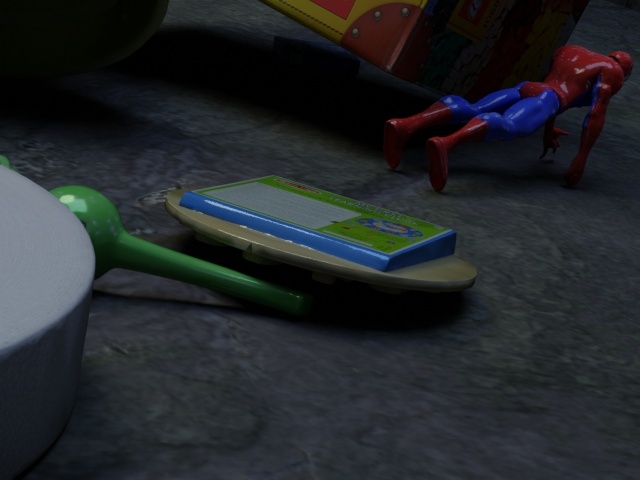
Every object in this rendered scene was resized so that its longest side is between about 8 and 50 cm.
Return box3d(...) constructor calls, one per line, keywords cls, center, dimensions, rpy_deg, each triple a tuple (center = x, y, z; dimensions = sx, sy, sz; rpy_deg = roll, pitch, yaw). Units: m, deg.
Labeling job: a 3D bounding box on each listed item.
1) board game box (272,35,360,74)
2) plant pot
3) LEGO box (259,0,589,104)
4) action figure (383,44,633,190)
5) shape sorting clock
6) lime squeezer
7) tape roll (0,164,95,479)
box3d(cls="board game box", center=(-0.006, -0.222, 1.590), dimensions=(0.090, 0.020, 0.090), rpy_deg=(7, 17, -14))
box3d(cls="plant pot", center=(-0.263, -0.321, 1.143), dimensions=(0.276, 0.276, 0.254), rpy_deg=(7, 62, -14))
box3d(cls="LEGO box", center=(-0.005, -0.333, 1.384), dimensions=(0.500, 0.193, 0.372), rpy_deg=(33, 11, 25))
box3d(cls="action figure", center=(0.189, -0.092, 1.223), dimensions=(0.280, 0.139, 0.091), rpy_deg=(-27, 40, -29))
box3d(cls="shape sorting clock", center=(0.000, 0.000, 0.859), dimensions=(0.206, 0.040, 0.206), rpy_deg=(12, 13, -3))
box3d(cls="lime squeezer", center=(-0.160, -0.018, 0.792), dimensions=(0.310, 0.059, 0.110), rpy_deg=(18, 19, 24))
box3d(cls="tape roll", center=(-0.294, 0.014, 0.579), dimensions=(0.392, 0.072, 0.392), rpy_deg=(10, 17, -3))
